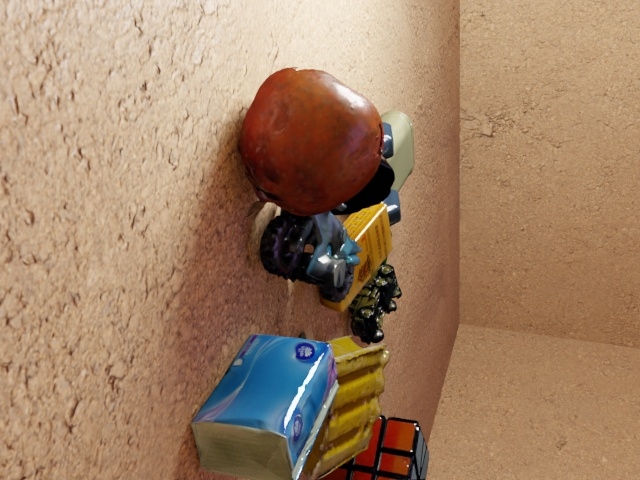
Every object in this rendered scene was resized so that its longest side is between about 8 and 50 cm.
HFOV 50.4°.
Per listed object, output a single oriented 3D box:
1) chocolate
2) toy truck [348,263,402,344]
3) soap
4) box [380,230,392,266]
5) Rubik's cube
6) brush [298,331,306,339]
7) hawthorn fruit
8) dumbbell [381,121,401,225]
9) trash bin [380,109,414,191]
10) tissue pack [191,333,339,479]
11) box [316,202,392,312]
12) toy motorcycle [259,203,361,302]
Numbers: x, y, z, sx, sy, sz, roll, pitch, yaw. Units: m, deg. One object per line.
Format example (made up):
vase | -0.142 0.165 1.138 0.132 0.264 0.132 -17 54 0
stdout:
chocolate | 0.055 -0.191 1.662 0.224 0.206 0.177 21 43 -33
toy truck | 0.158 0.192 2.106 0.257 0.127 0.127 -64 146 -42
soap | 0.034 0.406 1.705 0.335 0.156 0.293 -2 103 -63
box | 0.195 -0.016 2.279 0.235 0.034 0.132 59 41 -59
Rubik's cube | 0.157 0.689 2.014 0.288 0.283 0.293 65 37 -53
brush | -0.033 0.315 1.744 0.033 0.030 0.178 -42 136 -48
hawthorn fruit | -0.038 -0.157 1.287 0.307 0.276 0.276 -57 154 -13
dumbbell | 0.144 -0.180 1.909 0.156 0.143 0.316 -26 134 -15
trash bin | 0.206 -0.248 2.123 0.247 0.121 0.243 -57 148 -48
tissue pack | -0.098 0.313 1.305 0.263 0.198 0.146 -55 143 -55
box | 0.090 0.038 1.837 0.274 0.076 0.174 -48 142 -32
toy motorcycle | 0.000 0.000 1.525 0.416 0.172 0.232 33 70 -58
